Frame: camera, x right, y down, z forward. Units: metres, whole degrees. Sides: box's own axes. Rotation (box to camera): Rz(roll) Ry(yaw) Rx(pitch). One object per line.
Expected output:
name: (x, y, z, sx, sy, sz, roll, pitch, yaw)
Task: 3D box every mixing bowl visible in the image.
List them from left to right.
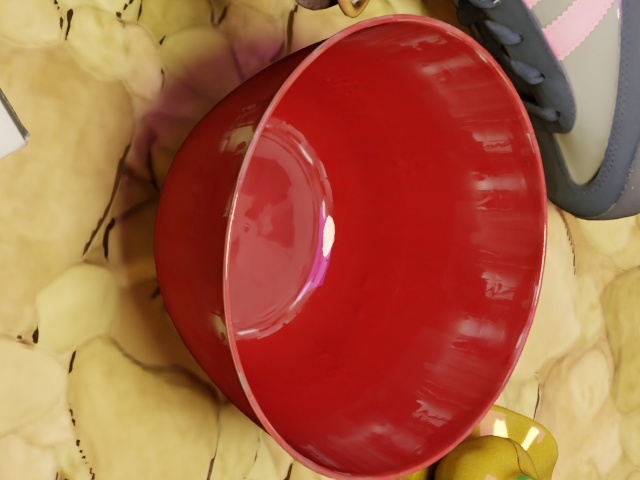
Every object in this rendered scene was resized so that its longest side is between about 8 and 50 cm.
mixing bowl: (0.000, 0.000, 0.604, 0.181, 0.098, 0.181, -7, 100, -42)

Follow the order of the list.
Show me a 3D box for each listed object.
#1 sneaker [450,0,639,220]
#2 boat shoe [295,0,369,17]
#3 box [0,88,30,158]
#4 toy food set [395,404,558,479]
sneaker: (0.071, -0.139, 0.674, 0.131, 0.112, 0.319, -26, 113, -23)
boat shoe: (0.002, -0.151, 0.551, 0.342, 0.123, 0.123, 4, 42, -15)
box: (-0.253, -0.098, 0.378, 0.232, 0.058, 0.322, -37, 120, -19)
toy food set: (0.083, 0.185, 0.688, 0.128, 0.071, 0.217, 5, 85, -39)
